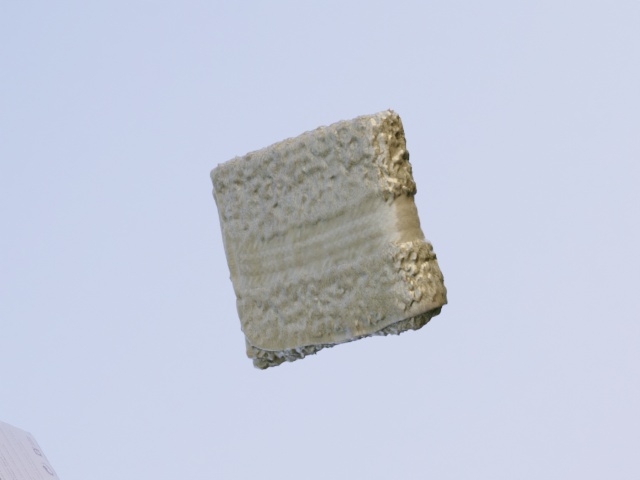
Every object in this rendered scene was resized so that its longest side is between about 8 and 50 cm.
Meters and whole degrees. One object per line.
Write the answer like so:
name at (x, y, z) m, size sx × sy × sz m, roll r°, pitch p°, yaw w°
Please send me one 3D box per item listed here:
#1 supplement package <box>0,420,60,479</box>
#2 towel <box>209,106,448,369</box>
supplement package at (-0.209, 0.143, 0.881) m, size 0.105 × 0.105 × 0.179 m, roll -43°, pitch -34°, yaw 8°
towel at (0.000, 0.000, 0.862) m, size 0.027 × 0.148 × 0.110 m, roll -10°, pitch -96°, yaw -39°
